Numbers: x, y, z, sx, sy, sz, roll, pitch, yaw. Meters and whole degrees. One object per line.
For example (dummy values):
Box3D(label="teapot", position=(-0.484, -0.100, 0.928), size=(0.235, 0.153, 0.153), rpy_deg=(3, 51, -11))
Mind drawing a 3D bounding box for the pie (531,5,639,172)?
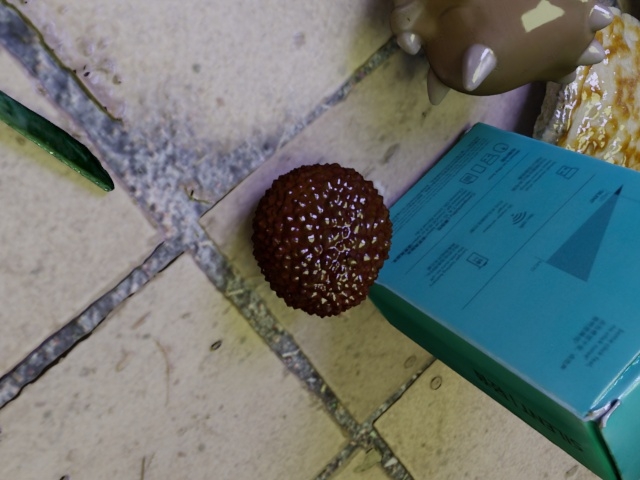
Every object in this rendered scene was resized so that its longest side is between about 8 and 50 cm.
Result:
Box3D(label="pie", position=(0.288, -0.130, 0.749), size=(0.179, 0.084, 0.205), rpy_deg=(20, 80, -32))

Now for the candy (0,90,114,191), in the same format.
Box3D(label="candy", position=(-0.249, -0.113, 0.449), size=(0.323, 0.097, 0.097), rpy_deg=(37, 87, -43))

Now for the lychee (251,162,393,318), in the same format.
Box3D(label="lychee", position=(0.003, 0.002, 0.613), size=(0.123, 0.129, 0.123), rpy_deg=(-16, 152, -9))

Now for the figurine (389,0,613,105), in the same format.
Box3D(label="figurine", position=(0.177, -0.212, 0.602), size=(0.247, 0.177, 0.173), rpy_deg=(-30, 102, -27))

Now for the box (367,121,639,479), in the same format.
Box3D(label="box", position=(0.187, 0.034, 0.617), size=(0.205, 0.311, 0.118), rpy_deg=(-45, 126, -9))
